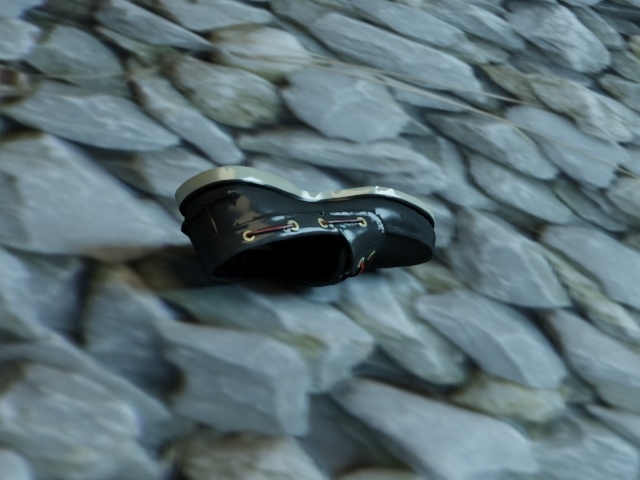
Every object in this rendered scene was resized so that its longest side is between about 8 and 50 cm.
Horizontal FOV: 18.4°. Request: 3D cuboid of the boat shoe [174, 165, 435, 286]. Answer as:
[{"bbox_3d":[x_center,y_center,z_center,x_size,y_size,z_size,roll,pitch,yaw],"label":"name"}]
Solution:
[{"bbox_3d":[-0.001,0.001,0.811,0.133,0.049,0.042,7,56,-44],"label":"boat shoe"}]
